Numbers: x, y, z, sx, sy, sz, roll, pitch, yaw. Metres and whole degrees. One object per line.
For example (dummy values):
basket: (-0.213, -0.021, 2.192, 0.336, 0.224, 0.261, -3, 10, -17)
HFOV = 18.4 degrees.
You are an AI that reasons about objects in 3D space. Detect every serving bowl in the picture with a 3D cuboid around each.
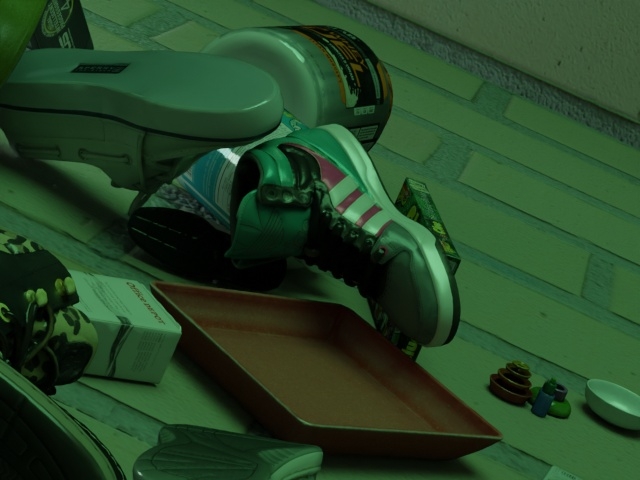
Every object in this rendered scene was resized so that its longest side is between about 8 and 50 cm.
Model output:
serving bowl: (0.321, 0.182, 2.139, 0.083, 0.027, 0.083, 21, 16, -6)

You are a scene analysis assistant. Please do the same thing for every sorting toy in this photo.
sorting toy: (0.228, 0.153, 2.074, 0.102, 0.042, 0.061, 16, 17, -27)

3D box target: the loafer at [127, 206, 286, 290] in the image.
loafer: (-0.121, 0.011, 2.028, 0.170, 0.062, 0.061, 23, -7, -14)

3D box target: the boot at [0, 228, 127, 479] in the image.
boot: (-0.248, 0.093, 1.420, 0.377, 0.138, 0.284, 23, 14, 20)

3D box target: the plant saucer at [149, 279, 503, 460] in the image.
plant saucer: (-0.002, 0.127, 1.815, 0.259, 0.048, 0.258, 10, 21, -44)

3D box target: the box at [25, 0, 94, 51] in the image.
box: (-0.440, -0.375, 2.315, 0.318, 0.097, 0.395, 29, -23, 18)

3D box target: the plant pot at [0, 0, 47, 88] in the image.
plant pot: (-0.475, -0.280, 2.009, 0.353, 0.366, 0.366, 31, 12, -23)

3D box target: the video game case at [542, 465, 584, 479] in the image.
video game case: (0.265, 0.265, 1.800, 0.157, 0.019, 0.143, 28, 16, 11)

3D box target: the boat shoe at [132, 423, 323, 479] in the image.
boat shoe: (-0.070, 0.194, 1.406, 0.118, 0.103, 0.320, 9, 3, 5)

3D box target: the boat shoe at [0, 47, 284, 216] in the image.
boat shoe: (-0.190, -0.104, 2.065, 0.367, 0.156, 0.136, 6, 31, 29)

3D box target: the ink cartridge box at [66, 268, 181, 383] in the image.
ink cartridge box: (-0.202, 0.070, 1.692, 0.135, 0.056, 0.099, 12, 20, -36)

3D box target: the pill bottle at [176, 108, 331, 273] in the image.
pill bottle: (-0.050, -0.062, 2.189, 0.146, 0.146, 0.264, 11, 21, -39)

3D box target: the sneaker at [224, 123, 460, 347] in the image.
sneaker: (0.000, 0.000, 1.939, 0.178, 0.124, 0.295, -10, 46, -30)

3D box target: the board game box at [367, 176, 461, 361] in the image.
board game box: (0.093, 0.033, 2.103, 0.030, 0.136, 0.260, 22, 15, -12)

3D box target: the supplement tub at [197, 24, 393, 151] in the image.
supplement tub: (-0.031, -0.176, 2.507, 0.193, 0.194, 0.316, 28, 16, 16)
